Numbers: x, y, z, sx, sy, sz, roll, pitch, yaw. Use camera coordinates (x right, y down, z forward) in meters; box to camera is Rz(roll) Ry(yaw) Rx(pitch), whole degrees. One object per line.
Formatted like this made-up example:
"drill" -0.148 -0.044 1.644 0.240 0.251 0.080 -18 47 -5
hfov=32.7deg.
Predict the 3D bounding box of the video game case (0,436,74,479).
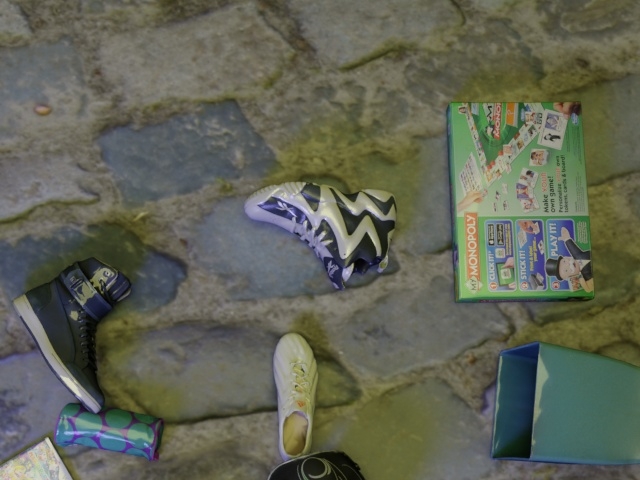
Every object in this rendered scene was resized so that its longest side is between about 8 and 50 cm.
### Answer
"video game case" -0.433 0.359 1.608 0.122 0.011 0.087 -32 81 -9

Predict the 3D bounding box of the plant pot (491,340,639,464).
"plant pot" 0.394 0.251 1.604 0.234 0.165 0.166 8 78 -9

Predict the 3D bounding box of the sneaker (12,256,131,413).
"sneaker" -0.334 0.128 1.605 0.163 0.086 0.226 -33 65 -10

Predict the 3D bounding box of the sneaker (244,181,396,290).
"sneaker" 0.000 0.000 1.663 0.234 0.094 0.153 5 69 -12

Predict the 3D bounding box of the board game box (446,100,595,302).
"board game box" 0.312 -0.062 1.718 0.213 0.046 0.318 0 79 -2

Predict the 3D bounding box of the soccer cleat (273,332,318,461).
"soccer cleat" -0.035 0.233 1.622 0.068 0.076 0.196 -1 78 -3

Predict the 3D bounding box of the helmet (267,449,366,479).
"helmet" -0.002 0.396 1.548 0.169 0.169 0.162 -18 63 -7

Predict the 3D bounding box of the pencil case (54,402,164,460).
"pencil case" -0.309 0.281 1.604 0.151 0.064 0.070 10 116 -2
